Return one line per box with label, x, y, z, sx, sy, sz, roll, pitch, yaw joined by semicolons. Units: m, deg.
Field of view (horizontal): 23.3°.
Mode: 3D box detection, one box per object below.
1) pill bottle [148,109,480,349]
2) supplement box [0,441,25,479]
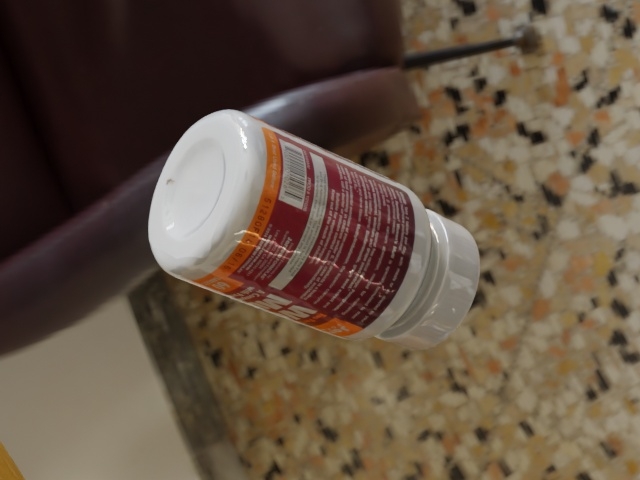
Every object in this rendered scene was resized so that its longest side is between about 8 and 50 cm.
pill bottle;0.000;0.000;1.094;0.121;0.221;0.121;-31;48;42
supplement box;-0.223;0.087;0.752;0.080;0.078;0.233;-25;97;40
